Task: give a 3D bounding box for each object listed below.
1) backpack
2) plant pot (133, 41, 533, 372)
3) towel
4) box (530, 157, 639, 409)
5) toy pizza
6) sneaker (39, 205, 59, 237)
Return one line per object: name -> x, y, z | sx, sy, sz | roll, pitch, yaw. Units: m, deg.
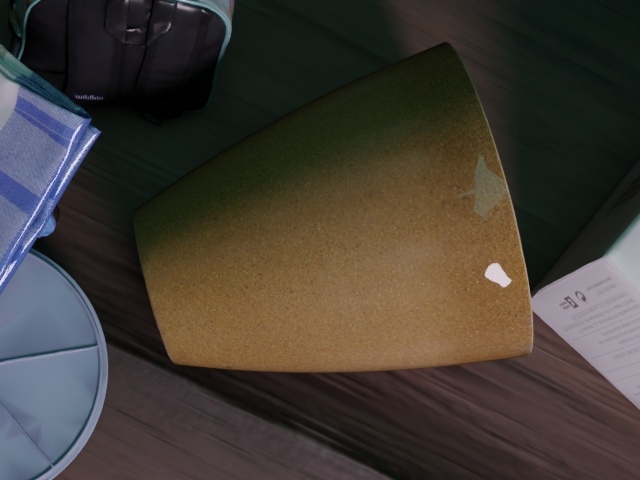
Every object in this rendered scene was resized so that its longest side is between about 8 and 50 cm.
backpack -> -0.144, -0.180, 1.048 | 0.165, 0.188, 0.144 | 7, 76, -11
plant pot -> 0.000, 0.000, 1.039 | 0.254, 0.237, 0.237 | -14, 81, -2
towel -> -0.314, -0.078, 0.993 | 0.285, 0.034, 0.209 | 35, 103, 8
box -> 0.375, 0.073, 1.126 | 0.345, 0.168, 0.215 | 43, 71, 0
toy pizza -> -0.257, 0.095, 1.041 | 0.201, 0.032, 0.201 | 3, 77, -14
sneaker -> -0.247, -0.085, 1.053 | 0.188, 0.067, 0.078 | 58, 45, -14
